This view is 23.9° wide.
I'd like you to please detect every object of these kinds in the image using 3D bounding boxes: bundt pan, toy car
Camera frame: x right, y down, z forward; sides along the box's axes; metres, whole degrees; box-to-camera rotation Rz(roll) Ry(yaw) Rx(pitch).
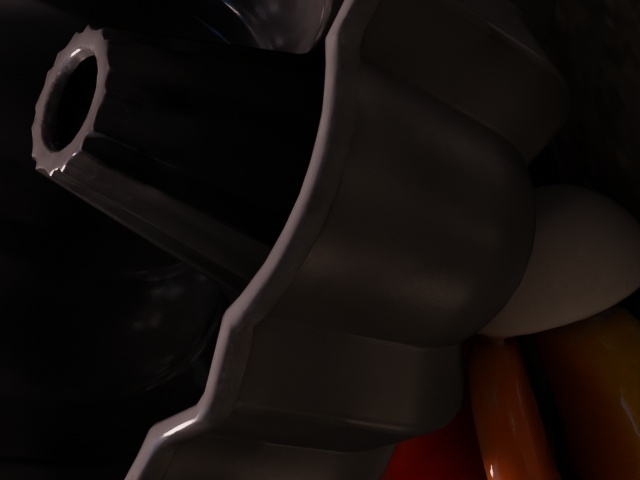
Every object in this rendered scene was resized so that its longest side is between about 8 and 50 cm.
[{"bbox_3d":[-0.038,-0.030,0.544,0.124,0.331,0.331,20,-163,-33],"label":"bundt pan"},{"bbox_3d":[0.063,0.064,0.585,0.159,0.136,0.182,68,168,-15],"label":"toy car"}]

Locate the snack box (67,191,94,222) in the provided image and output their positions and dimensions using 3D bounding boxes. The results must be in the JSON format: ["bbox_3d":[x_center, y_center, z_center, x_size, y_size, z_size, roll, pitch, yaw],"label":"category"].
[{"bbox_3d":[-0.030,0.008,0.777,0.070,0.174,0.207,46,159,51],"label":"snack box"}]
